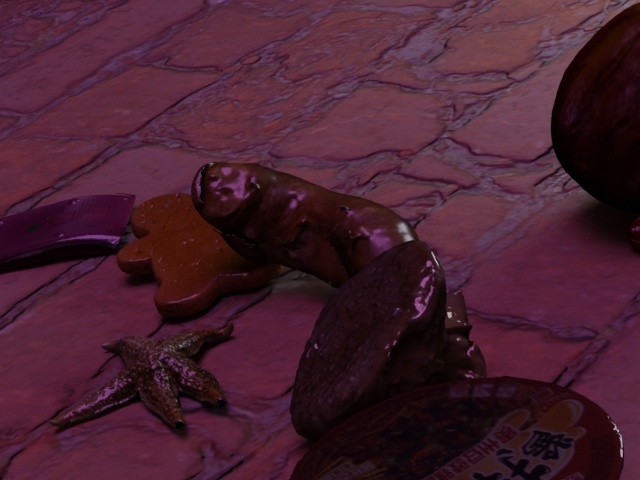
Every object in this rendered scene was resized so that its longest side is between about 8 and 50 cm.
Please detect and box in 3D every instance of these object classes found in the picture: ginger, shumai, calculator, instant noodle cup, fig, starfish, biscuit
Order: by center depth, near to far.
[{"bbox_3d":[0.108,0.216,1.363,0.274,0.091,0.274,-11,26,6],"label":"instant noodle cup"},{"bbox_3d":[0.075,0.104,1.558,0.153,0.209,0.161,23,20,-32],"label":"shumai"},{"bbox_3d":[-0.170,0.133,1.727,0.217,0.050,0.223,-33,27,-20],"label":"starfish"},{"bbox_3d":[0.352,-0.137,1.787,0.224,0.263,0.224,5,61,-10],"label":"fig"},{"bbox_3d":[0.005,-0.002,1.801,0.309,0.107,0.133,24,13,30],"label":"ginger"},{"bbox_3d":[-0.144,0.011,1.953,0.165,0.036,0.250,-21,30,-17],"label":"biscuit"},{"bbox_3d":[-0.319,-0.011,2.086,0.190,0.034,0.127,-10,28,9],"label":"calculator"}]

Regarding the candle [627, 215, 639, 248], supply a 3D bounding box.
[{"bbox_3d":[0.466,-0.025,1.711,0.329,0.051,0.048,-6,37,17],"label":"candle"}]
